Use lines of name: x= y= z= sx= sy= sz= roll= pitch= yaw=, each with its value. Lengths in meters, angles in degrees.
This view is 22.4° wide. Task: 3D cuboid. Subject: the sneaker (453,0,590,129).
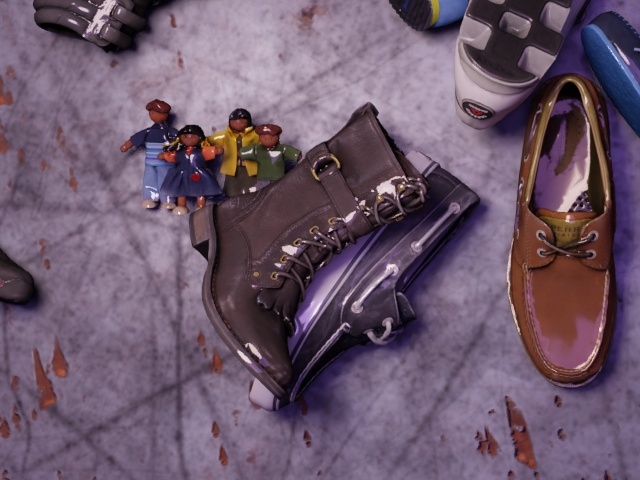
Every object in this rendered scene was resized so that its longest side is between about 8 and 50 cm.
sneaker: x=0.209 y=-0.251 z=1.602 sx=0.122 sy=0.146 sz=0.330 roll=30 pitch=64 yaw=5

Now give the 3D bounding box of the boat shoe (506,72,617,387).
boat shoe: x=0.233 y=-0.010 z=1.575 sx=0.110 sy=0.104 sz=0.307 roll=-3 pitch=84 yaw=7

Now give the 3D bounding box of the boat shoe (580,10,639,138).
boat shoe: x=0.358 y=-0.126 z=1.585 sx=0.089 sy=0.109 sz=0.258 roll=-39 pitch=97 yaw=-5

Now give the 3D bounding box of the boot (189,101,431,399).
boot: x=0.000 y=0.000 z=1.513 sx=0.229 sy=0.091 sz=0.263 roll=-28 pitch=50 yaw=10

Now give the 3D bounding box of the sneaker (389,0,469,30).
sneaker: x=0.085 y=-0.305 z=1.654 sx=0.082 sy=0.069 sz=0.209 roll=-25 pitch=70 yaw=-28

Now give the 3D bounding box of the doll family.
doll family: x=-0.113 y=-0.087 z=1.643 sx=0.193 sy=0.076 sz=0.111 roll=-1 pitch=104 yaw=3

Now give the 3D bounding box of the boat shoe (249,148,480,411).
boat shoe: x=0.047 y=0.057 z=1.599 sx=0.102 sy=0.108 sz=0.301 roll=35 pitch=83 yaw=11

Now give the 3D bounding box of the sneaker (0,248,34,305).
sneaker: x=-0.394 y=-0.055 z=1.667 sx=0.281 sy=0.106 sz=0.162 roll=27 pitch=85 yaw=10

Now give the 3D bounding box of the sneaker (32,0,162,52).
sneaker: x=-0.166 y=-0.263 z=1.660 sx=0.295 sy=0.104 sz=0.147 roll=4 pitch=87 yaw=14
